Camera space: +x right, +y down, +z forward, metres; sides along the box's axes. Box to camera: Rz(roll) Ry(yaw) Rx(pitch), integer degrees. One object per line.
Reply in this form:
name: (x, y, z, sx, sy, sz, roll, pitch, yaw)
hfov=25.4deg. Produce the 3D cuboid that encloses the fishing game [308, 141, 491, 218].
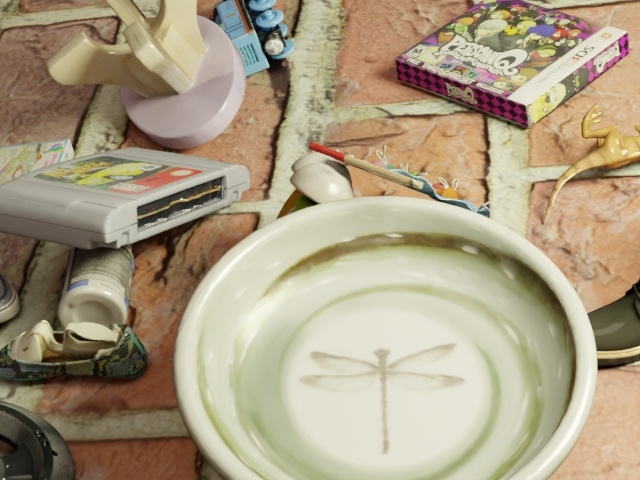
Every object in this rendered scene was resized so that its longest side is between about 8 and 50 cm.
fishing game: (0.105, -0.069, 1.555, 0.189, 0.264, 0.041, 23, 93, 27)

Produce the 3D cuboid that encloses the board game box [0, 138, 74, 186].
board game box: (-0.392, -0.075, 1.870, 0.103, 0.026, 0.154, -5, 37, 10)

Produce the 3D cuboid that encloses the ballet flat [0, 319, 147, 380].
ballet flat: (-0.282, 0.115, 1.561, 0.188, 0.070, 0.070, -3, 38, 13)

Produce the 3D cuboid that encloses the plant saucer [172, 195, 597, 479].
plant saucer: (0.061, 0.131, 1.371, 0.400, 0.101, 0.400, -2, 47, 2)

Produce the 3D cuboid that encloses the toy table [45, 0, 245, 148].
toy table: (-0.222, -0.259, 1.902, 0.252, 0.161, 0.274, -46, 41, -5)

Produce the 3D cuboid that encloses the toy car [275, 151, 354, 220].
toy car: (0.000, 0.000, 1.568, 0.136, 0.159, 0.182, 31, 9, -7)

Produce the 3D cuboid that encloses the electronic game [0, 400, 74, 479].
electronic game: (-0.360, 0.239, 1.412, 0.229, 0.048, 0.229, 4, 36, -3)

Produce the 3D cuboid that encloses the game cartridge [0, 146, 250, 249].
game cartridge: (-0.241, -0.056, 1.689, 0.196, 0.060, 0.294, 6, 16, 28)

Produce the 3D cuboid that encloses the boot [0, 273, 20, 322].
boot: (-0.430, 0.029, 1.697, 0.069, 0.086, 0.190, -36, 42, -27)

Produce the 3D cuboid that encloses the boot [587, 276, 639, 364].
boot: (0.328, 0.037, 1.416, 0.197, 0.137, 0.077, -19, 37, -7)

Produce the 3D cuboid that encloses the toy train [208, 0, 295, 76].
toy train: (-0.104, -0.309, 2.047, 0.105, 0.080, 0.184, -21, 37, 0)

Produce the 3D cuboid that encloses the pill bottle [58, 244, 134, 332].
pill bottle: (-0.254, 0.043, 1.633, 0.078, 0.078, 0.137, -9, 37, 6)

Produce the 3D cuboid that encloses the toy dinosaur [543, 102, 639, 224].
toy dinosaur: (0.336, -0.103, 1.657, 0.211, 0.064, 0.112, -17, 38, -5)

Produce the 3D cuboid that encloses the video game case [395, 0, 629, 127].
video game case: (0.252, -0.244, 1.882, 0.210, 0.042, 0.232, -35, 42, -29)
